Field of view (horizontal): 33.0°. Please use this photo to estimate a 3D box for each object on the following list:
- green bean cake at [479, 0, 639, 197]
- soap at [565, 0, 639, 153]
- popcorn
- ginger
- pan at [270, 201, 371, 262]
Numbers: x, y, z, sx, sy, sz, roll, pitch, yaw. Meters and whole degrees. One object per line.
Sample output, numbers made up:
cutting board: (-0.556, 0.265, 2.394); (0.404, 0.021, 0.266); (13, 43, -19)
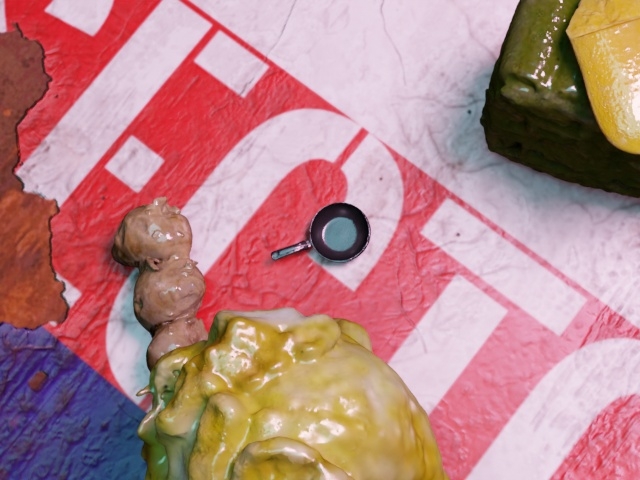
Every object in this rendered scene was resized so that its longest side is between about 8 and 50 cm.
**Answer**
green bean cake: (0.295, -0.144, 1.094); (0.246, 0.250, 0.156); (18, 79, 7)
soap: (0.268, -0.156, 0.952); (0.089, 0.033, 0.169); (-21, 76, -3)
popcorn: (-0.027, 0.226, 1.033); (0.312, 0.312, 0.312); (-1, 78, 4)
ginger: (-0.167, 0.058, 1.174); (0.104, 0.080, 0.204); (-27, 74, 31)
pan: (0.000, 0.000, 1.200); (0.115, 0.023, 0.069); (-19, 78, -3)
